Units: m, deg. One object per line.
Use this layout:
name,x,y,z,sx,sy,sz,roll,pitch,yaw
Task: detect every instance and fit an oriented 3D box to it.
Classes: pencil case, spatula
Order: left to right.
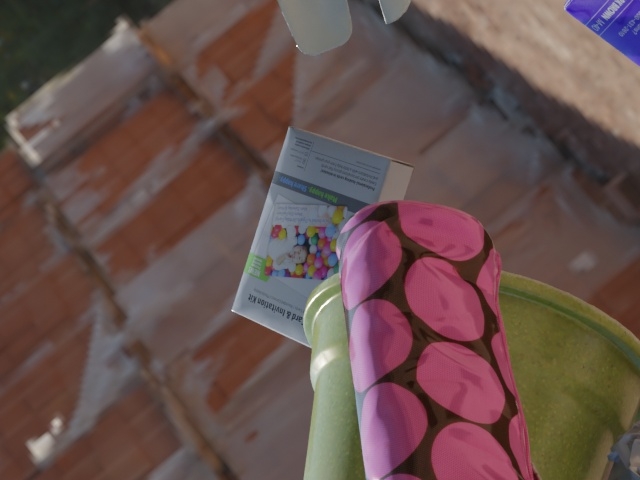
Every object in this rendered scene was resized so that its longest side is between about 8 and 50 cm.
spatula,0.023,-0.281,1.363,0.019,0.168,0.242,-2,-107,-72
pencil case,0.066,0.075,0.918,0.095,0.098,0.209,81,-179,-55

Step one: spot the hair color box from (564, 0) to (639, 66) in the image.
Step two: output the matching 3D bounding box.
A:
hair color box,0.391,-0.170,1.439,0.339,0.185,0.110,37,150,0

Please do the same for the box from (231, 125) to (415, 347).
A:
box,0.000,0.000,1.616,0.038,0.186,0.145,13,-173,-44

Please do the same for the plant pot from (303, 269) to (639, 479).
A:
plant pot,0.088,0.191,1.276,0.276,0.254,0.276,13,153,7

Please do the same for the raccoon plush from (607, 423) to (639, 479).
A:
raccoon plush,0.462,0.134,1.196,0.446,0.299,0.216,10,-147,-31
